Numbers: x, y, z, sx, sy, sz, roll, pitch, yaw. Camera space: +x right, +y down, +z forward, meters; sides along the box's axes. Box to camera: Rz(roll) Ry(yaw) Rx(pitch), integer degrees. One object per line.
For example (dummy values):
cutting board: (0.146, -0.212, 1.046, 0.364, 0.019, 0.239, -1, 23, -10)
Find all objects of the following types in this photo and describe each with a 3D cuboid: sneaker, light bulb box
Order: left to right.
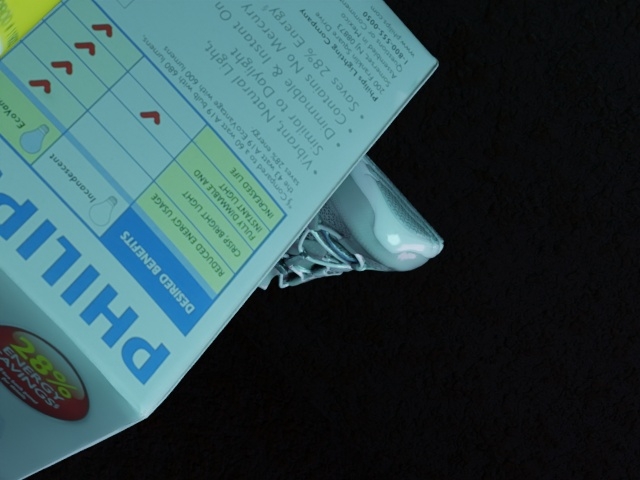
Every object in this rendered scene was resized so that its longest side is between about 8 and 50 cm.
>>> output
light bulb box: (-0.181, -0.102, 1.046, 0.225, 0.358, 0.361, -30, -164, 50)
sneaker: (0.000, 0.000, 1.222, 0.115, 0.105, 0.281, -45, -166, -10)

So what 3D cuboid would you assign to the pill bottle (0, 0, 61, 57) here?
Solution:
pill bottle: (-0.101, -0.181, 0.497, 0.334, 0.188, 0.188, -46, -171, -12)
